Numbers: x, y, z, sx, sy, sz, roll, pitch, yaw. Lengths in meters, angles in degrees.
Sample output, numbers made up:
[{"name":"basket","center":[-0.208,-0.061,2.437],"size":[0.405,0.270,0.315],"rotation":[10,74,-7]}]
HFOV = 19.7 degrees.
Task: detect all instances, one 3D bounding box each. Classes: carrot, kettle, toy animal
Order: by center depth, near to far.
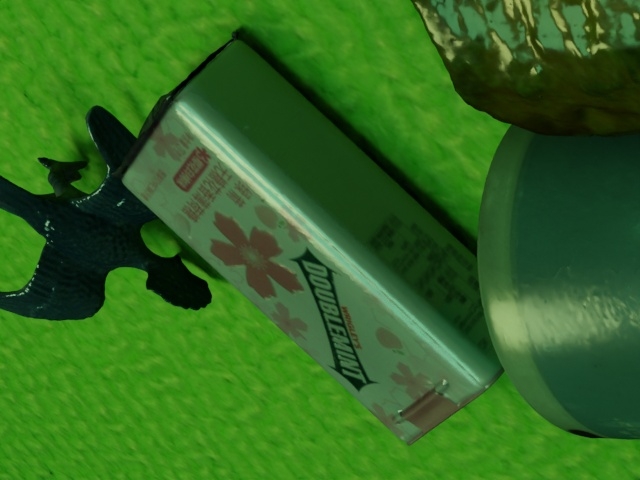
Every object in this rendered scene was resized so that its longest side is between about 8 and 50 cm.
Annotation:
[{"name":"carrot","center":[0.176,-0.181,1.095],"size":[0.340,0.241,0.241],"rotation":[5,132,39]},{"name":"kettle","center":[0.331,0.015,1.201],"size":[0.342,0.247,0.319],"rotation":[-4,163,45]},{"name":"toy animal","center":[-0.219,-0.013,1.761],"size":[0.176,0.255,0.239],"rotation":[46,112,37]}]

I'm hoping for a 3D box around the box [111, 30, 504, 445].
[{"name":"box","center":[0.000,0.000,1.594],"size":[0.369,0.112,0.190],"rotation":[44,146,-1]}]
